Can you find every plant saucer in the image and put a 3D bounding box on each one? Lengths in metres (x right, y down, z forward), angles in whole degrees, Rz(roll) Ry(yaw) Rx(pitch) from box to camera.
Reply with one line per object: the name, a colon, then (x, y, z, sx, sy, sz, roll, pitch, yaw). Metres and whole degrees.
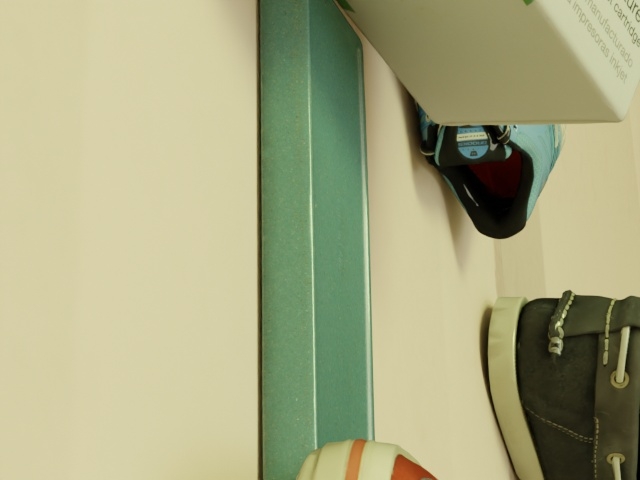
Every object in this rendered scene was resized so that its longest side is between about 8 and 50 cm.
plant saucer: (0.000, 0.000, 0.607, 0.067, 0.018, 0.192, 48, 36, -57)

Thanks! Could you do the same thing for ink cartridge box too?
ink cartridge box: (0.076, -0.167, 0.670, 0.153, 0.087, 0.208, 46, 58, -40)

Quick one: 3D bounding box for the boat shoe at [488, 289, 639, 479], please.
boat shoe: (0.143, 0.120, 0.870, 0.084, 0.079, 0.233, -79, 154, -51)

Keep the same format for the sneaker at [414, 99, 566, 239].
sneaker: (0.065, -0.066, 0.767, 0.073, 0.063, 0.162, -78, 151, -43)

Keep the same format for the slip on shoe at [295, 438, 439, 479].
slip on shoe: (0.066, 0.154, 0.570, 0.331, 0.101, 0.123, 55, 40, -50)
